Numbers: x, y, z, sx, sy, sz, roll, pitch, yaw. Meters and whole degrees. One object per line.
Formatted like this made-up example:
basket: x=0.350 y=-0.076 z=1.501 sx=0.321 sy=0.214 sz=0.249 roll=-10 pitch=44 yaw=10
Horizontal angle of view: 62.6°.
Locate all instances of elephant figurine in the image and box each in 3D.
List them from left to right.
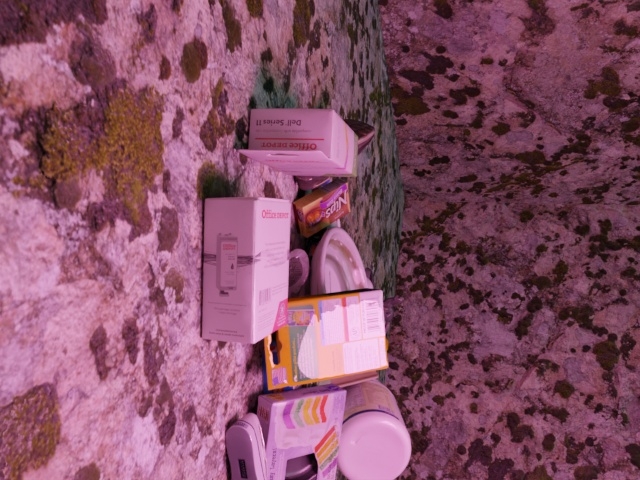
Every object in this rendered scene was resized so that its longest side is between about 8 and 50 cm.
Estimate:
elephant figurine: x=0.263 y=0.345 z=2.400 sx=0.186 sy=0.239 sz=0.169 roll=55 pitch=40 yaw=-66

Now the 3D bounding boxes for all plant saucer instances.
plant saucer: x=0.043 y=0.162 z=1.564 sx=0.400 sy=0.101 sz=0.400 roll=-10 pitch=90 yaw=-69

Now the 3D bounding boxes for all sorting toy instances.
sorting toy: x=0.110 y=0.369 z=1.779 sx=0.307 sy=0.041 sz=0.229 roll=-2 pitch=61 yaw=-36

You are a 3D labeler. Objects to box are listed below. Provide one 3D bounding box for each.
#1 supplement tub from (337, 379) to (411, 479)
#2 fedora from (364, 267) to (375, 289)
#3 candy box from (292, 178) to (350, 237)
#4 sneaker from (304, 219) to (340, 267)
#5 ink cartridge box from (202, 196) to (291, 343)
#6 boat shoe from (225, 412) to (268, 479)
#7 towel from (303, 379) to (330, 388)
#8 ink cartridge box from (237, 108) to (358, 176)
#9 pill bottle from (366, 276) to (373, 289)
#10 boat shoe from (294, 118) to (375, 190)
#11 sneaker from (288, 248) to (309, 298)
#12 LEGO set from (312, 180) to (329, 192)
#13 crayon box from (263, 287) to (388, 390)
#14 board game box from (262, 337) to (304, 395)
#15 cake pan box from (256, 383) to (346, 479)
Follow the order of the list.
supplement tub: x=0.146 y=0.590 z=1.686 sx=0.325 sy=0.235 sz=0.235 roll=-105 pitch=-166 yaw=-79
fedora: x=0.150 y=0.232 z=2.190 sx=0.275 sy=0.124 sz=0.243 roll=53 pitch=42 yaw=-71
candy box: x=0.006 y=-0.100 z=1.599 sx=0.187 sy=0.053 sz=0.109 roll=-30 pitch=130 yaw=-30
sneaker: x=0.000 y=0.000 z=1.678 sx=0.108 sy=0.100 sz=0.271 roll=7 pitch=86 yaw=-69
ink cartridge box: x=-0.148 y=0.052 z=1.103 sx=0.207 sy=0.117 sz=0.283 roll=-8 pitch=100 yaw=-74
boat shoe: x=-0.154 y=0.521 z=1.196 sx=0.084 sy=0.095 sz=0.258 roll=-27 pitch=120 yaw=-67
towel: x=-0.002 y=0.485 z=1.522 sx=0.248 sy=0.038 sz=0.324 roll=-13 pitch=105 yaw=-75
ink cartridge box: x=-0.041 y=-0.237 z=1.278 sx=0.353 sy=0.207 sz=0.119 roll=5 pitch=89 yaw=-75
pill bottle: x=0.110 y=0.247 z=1.946 sx=0.181 sy=0.182 sz=0.323 roll=-65 pitch=153 yaw=-55
boat shoe: x=0.034 y=-0.266 z=1.614 sx=0.355 sy=0.132 sz=0.130 roll=-34 pitch=147 yaw=-37
sneaker: x=-0.079 y=0.139 z=1.459 sx=0.115 sy=0.090 sz=0.232 roll=46 pitch=56 yaw=-79
LEGO set: x=0.023 y=-0.243 z=1.723 sx=0.087 sy=0.093 sz=0.227 roll=-59 pitch=147 yaw=-60
crayon box: x=0.003 y=0.237 z=1.312 sx=0.083 sy=0.323 sz=0.203 roll=176 pitch=-90 yaw=-66
board game box: x=-0.068 y=0.404 z=1.505 sx=0.302 sy=0.086 sz=0.308 roll=-38 pitch=128 yaw=-70
cake pan box: x=-0.058 y=0.510 z=1.332 sx=0.246 sy=0.070 sz=0.266 roll=6 pitch=94 yaw=-38
